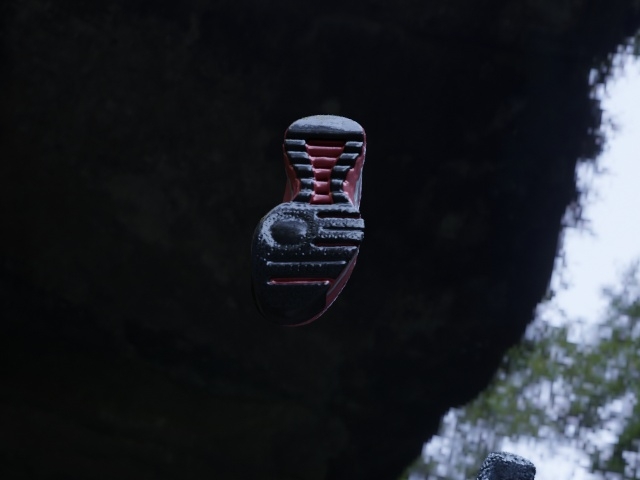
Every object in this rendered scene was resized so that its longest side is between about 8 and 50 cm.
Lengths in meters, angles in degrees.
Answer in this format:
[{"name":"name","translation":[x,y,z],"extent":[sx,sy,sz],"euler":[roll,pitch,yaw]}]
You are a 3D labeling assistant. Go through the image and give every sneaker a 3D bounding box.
[{"name":"sneaker","translation":[0.001,0.000,1.566],"extent":[0.115,0.314,0.136],"euler":[4,-48,9]}]

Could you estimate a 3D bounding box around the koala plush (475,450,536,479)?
[{"name":"koala plush","translation":[0.307,0.439,1.969],"extent":[0.221,0.203,0.196],"euler":[13,-50,20]}]
